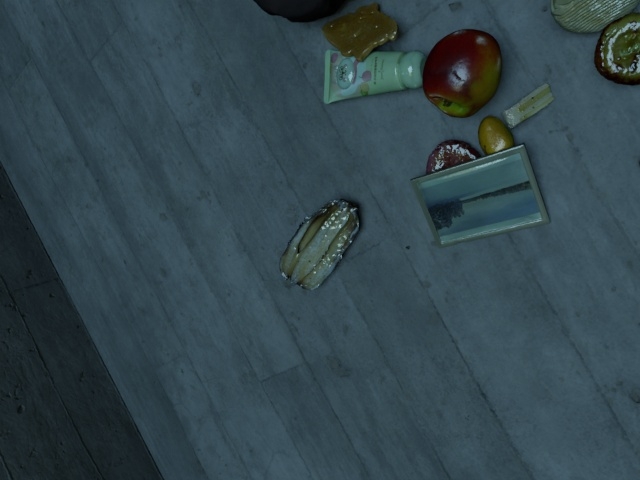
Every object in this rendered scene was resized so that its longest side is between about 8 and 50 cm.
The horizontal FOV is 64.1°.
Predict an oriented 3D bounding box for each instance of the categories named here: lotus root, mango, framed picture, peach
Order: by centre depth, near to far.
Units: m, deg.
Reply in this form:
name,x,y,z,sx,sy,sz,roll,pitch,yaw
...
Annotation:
name,x,y,z,sx,sy,sz,roll,pitch,yaw
peach,0.334,-0.397,1.191,0.197,0.197,0.197,7,105,28
mango,0.425,-0.249,1.243,0.079,0.057,0.114,-23,87,38
framed picture,0.395,-0.102,1.284,0.289,0.016,0.213,-15,111,31
lotus root,0.001,-0.001,1.536,0.167,0.078,0.329,35,117,-8

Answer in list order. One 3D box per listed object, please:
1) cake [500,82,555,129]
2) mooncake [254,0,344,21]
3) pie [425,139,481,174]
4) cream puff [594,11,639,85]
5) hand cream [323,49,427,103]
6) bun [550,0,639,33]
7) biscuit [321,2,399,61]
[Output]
name,x,y,z,sx,sy,sz,roll,pitch,yaw
cake,0.487,-0.313,1.195,0.121,0.065,0.052,-34,87,24
mooncake,-0.055,-0.752,1.300,0.351,0.212,0.381,-14,98,36
pie,0.341,-0.184,1.316,0.154,0.038,0.153,9,108,28
cream puff,0.650,-0.398,1.064,0.149,0.084,0.149,7,111,19
hand cream,0.136,-0.442,1.352,0.306,0.093,0.147,8,102,37
bun,0.568,-0.524,1.059,0.173,0.166,0.113,-7,62,20
biscuit,0.101,-0.547,1.341,0.250,0.035,0.162,23,85,37
